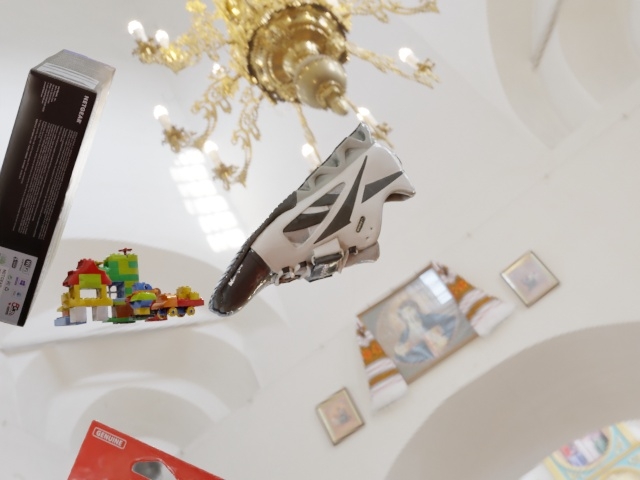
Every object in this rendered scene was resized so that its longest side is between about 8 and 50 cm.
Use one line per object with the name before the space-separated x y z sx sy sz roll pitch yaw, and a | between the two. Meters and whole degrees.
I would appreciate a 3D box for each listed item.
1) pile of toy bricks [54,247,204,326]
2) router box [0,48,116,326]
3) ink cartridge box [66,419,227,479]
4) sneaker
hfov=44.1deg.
pile of toy bricks | -0.276 0.061 1.104 0.118 0.105 0.212 -13 -11 43
router box | -0.356 -0.079 1.018 0.081 0.243 0.308 19 -75 -15
ink cartridge box | -0.285 0.429 1.171 0.060 0.275 0.238 47 -116 -75
sneaker | 0.000 0.000 1.035 0.146 0.122 0.330 45 -105 -1
